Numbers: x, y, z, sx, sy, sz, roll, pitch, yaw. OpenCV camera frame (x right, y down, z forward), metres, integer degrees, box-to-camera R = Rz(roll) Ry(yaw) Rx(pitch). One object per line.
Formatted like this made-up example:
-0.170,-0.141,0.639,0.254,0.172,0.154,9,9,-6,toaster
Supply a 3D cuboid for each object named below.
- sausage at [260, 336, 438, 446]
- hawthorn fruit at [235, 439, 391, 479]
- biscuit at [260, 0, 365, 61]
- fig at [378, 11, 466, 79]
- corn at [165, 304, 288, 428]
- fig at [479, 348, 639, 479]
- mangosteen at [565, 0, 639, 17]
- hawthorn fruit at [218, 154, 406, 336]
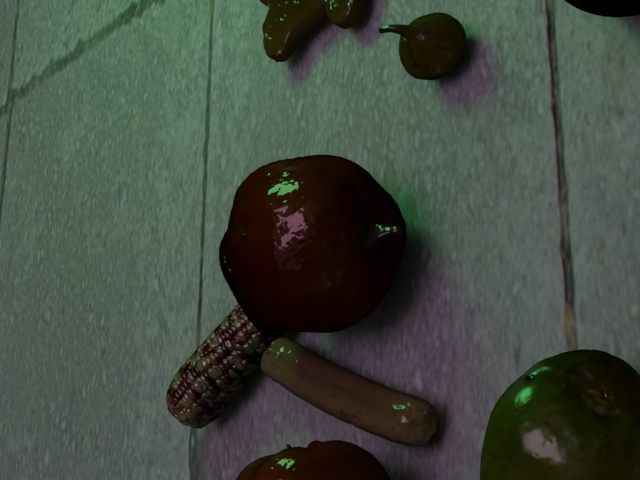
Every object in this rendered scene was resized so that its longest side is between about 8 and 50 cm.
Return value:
0.031,0.180,1.582,0.301,0.065,0.066,19,91,55,sausage
-0.001,0.333,1.471,0.196,0.196,0.226,-18,78,47,hawthorn fruit
0.021,-0.365,1.823,0.301,0.049,0.197,-30,58,42,biscuit
0.126,-0.236,1.597,0.084,0.098,0.082,16,87,41,fig
-0.113,0.145,1.756,0.253,0.086,0.086,-50,42,26,corn
0.213,0.208,1.261,0.233,0.167,0.167,-42,46,24,fig
0.295,-0.323,1.342,0.210,0.209,0.210,-23,58,45,mangosteen
0.000,0.000,1.579,0.249,0.215,0.215,-10,68,51,hawthorn fruit
